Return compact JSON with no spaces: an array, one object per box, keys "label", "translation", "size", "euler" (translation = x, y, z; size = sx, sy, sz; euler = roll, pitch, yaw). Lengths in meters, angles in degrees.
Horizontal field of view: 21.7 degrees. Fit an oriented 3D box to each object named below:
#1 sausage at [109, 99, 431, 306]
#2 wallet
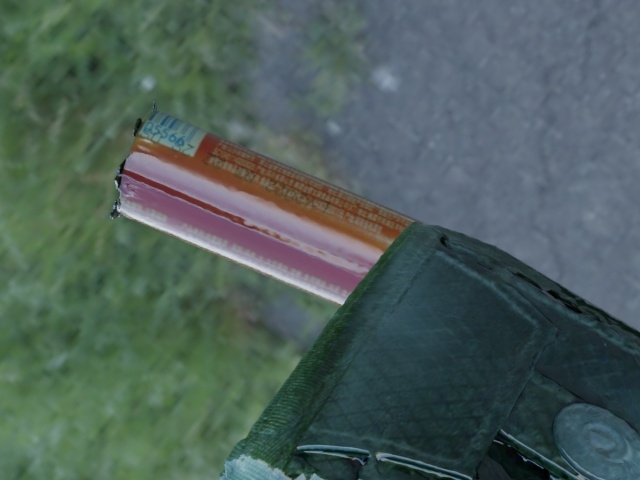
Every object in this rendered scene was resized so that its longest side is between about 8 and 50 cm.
[{"label":"sausage","translation":[0.000,0.000,1.047],"size":[0.264,0.083,0.083],"euler":[23,158,2]},{"label":"wallet","translation":[0.102,0.090,0.527],"size":[0.236,0.160,0.055],"euler":[29,126,9]}]
